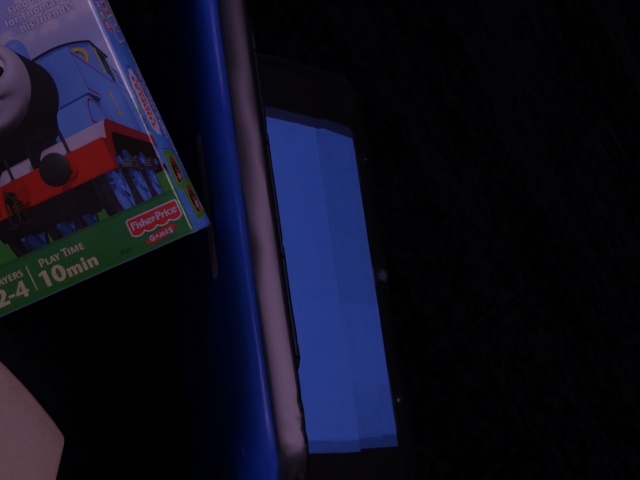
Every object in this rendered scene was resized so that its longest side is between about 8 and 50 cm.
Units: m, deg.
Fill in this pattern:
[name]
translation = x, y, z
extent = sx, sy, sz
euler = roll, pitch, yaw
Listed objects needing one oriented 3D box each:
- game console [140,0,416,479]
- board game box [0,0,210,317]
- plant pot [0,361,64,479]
[game console]
translation = 0.000, 0.000, 0.705
extent = 0.173, 0.250, 0.293
euler = -5, 77, -18
[board game box]
translation = -0.168, -0.071, 0.571
extent = 0.039, 0.160, 0.212
euler = -39, 105, -80
[plant pot]
translation = -0.176, 0.105, 0.536
extent = 0.096, 0.109, 0.109
euler = 38, 51, -44
